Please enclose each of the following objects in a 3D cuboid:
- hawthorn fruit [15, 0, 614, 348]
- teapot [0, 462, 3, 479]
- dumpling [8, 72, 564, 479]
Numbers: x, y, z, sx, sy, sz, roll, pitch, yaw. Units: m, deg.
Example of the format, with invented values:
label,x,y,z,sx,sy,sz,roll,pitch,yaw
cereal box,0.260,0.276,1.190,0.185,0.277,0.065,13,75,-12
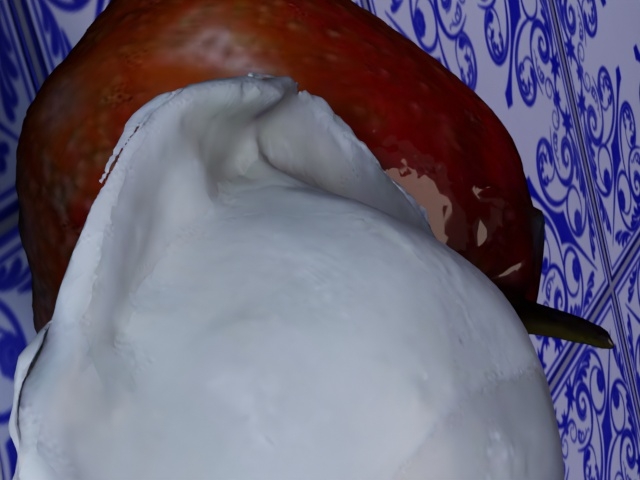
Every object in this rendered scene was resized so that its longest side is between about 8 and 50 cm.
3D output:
label,x,y,z,sx,sy,sz,roll,pitch,yaw
hawthorn fruit,0.000,0.000,1.017,0.285,0.369,0.284,-33,134,-42
teapot,-0.276,-0.020,0.548,0.424,0.252,0.280,40,28,-7
dumpling,-0.010,0.059,0.747,0.341,0.181,0.260,-13,84,-36
